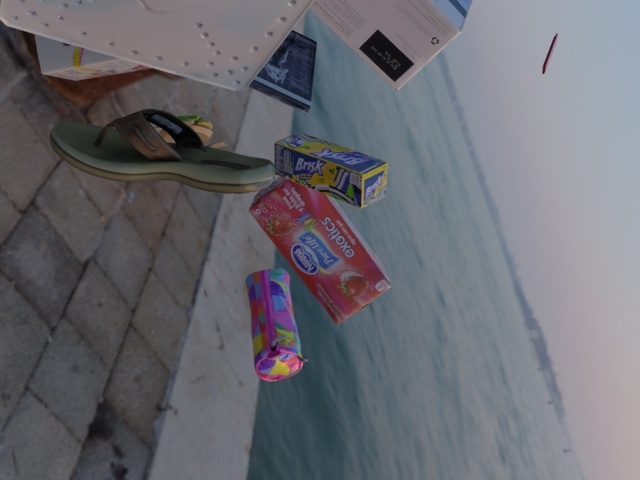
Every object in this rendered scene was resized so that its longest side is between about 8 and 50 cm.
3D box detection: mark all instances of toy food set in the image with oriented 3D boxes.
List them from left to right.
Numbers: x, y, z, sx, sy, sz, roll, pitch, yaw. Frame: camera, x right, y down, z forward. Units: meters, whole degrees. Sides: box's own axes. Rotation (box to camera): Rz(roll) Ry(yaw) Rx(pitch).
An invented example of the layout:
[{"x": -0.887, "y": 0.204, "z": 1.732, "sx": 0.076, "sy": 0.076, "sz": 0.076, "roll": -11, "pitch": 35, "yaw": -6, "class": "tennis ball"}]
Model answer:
[{"x": -0.313, "y": -0.258, "z": 1.602, "sx": 0.192, "sy": 0.132, "sz": 0.039, "roll": 31, "pitch": 52, "yaw": -71, "class": "toy food set"}]

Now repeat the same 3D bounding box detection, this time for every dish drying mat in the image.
[{"x": 0.483, "y": -0.393, "z": 1.430, "sx": 0.083, "sy": 0.008, "sz": 0.032, "roll": -67, "pitch": 158, "yaw": -14, "class": "dish drying mat"}]

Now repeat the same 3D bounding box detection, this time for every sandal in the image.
[{"x": -0.205, "y": -0.131, "z": 0.907, "sx": 0.120, "sy": 0.302, "sz": 0.086, "roll": -74, "pitch": 172, "yaw": -63, "class": "sandal"}]

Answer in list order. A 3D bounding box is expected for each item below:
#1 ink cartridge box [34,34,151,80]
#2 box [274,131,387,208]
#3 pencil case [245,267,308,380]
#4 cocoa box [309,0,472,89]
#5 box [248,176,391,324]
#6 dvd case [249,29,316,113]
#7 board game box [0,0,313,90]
[{"x": -0.412, "y": -0.373, "z": 1.244, "sx": 0.128, "sy": 0.176, "sz": 0.128, "roll": -34, "pitch": 118, "yaw": -78, "class": "ink cartridge box"}, {"x": 0.013, "y": -0.103, "z": 0.968, "sx": 0.059, "sy": 0.168, "sz": 0.054, "roll": -29, "pitch": 132, "yaw": -40, "class": "box"}, {"x": -0.093, "y": 0.160, "z": 1.340, "sx": 0.236, "sy": 0.104, "sz": 0.104, "roll": -105, "pitch": 167, "yaw": -44, "class": "pencil case"}, {"x": 0.153, "y": -0.582, "z": 1.592, "sx": 0.347, "sy": 0.231, "sz": 0.228, "roll": 40, "pitch": 44, "yaw": -15, "class": "cocoa box"}, {"x": 0.000, "y": 0.000, "z": 1.191, "sx": 0.257, "sy": 0.122, "sz": 0.128, "roll": 53, "pitch": 7, "yaw": -12, "class": "box"}, {"x": -0.087, "y": -0.355, "z": 1.332, "sx": 0.164, "sy": 0.018, "sz": 0.221, "roll": 21, "pitch": 47, "yaw": -20, "class": "dvd case"}, {"x": -0.207, "y": -0.374, "z": 0.933, "sx": 0.389, "sy": 0.390, "sz": 0.051, "roll": 10, "pitch": 64, "yaw": -28, "class": "board game box"}]
